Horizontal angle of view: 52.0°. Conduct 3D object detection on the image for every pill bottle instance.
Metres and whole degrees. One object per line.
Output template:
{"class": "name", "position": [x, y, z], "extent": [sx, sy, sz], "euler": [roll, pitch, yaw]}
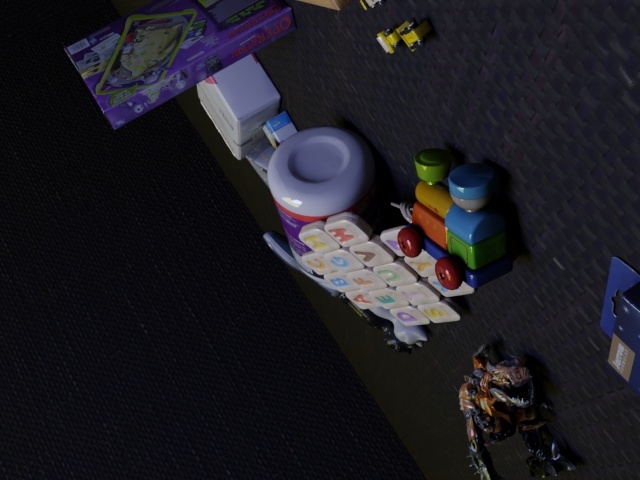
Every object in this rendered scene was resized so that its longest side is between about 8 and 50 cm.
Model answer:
{"class": "pill bottle", "position": [0.022, -0.042, 1.192], "extent": [0.181, 0.181, 0.323], "euler": [52, 168, 33]}

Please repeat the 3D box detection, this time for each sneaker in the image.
{"class": "sneaker", "position": [0.000, 0.000, 1.397], "extent": [0.226, 0.163, 0.086], "euler": [35, -173, -31]}

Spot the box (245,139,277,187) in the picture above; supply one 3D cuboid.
{"class": "box", "position": [-0.049, -0.104, 1.472], "extent": [0.183, 0.056, 0.231], "euler": [35, 167, 38]}

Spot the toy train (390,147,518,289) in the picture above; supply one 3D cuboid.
{"class": "toy train", "position": [0.144, -0.056, 0.847], "extent": [0.248, 0.105, 0.143], "euler": [45, 152, 52]}

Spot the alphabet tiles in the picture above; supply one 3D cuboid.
{"class": "alphabet tiles", "position": [0.100, 0.056, 1.076], "extent": [0.284, 0.021, 0.278], "euler": [40, 150, -25]}

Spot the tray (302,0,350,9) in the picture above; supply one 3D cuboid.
{"class": "tray", "position": [-0.100, -0.452, 0.707], "extent": [0.411, 0.076, 0.203], "euler": [52, 175, -35]}

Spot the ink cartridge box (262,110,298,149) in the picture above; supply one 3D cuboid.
{"class": "ink cartridge box", "position": [-0.074, -0.220, 1.482], "extent": [0.122, 0.052, 0.088], "euler": [58, 170, -6]}

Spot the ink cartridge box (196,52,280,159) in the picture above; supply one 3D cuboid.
{"class": "ink cartridge box", "position": [-0.199, -0.339, 1.545], "extent": [0.207, 0.117, 0.283], "euler": [58, 169, 5]}

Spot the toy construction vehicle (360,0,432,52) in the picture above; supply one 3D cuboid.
{"class": "toy construction vehicle", "position": [0.085, -0.255, 0.745], "extent": [0.086, 0.035, 0.098], "euler": [50, 174, -12]}

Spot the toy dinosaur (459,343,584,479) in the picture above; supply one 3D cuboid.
{"class": "toy dinosaur", "position": [0.295, 0.280, 1.058], "extent": [0.218, 0.164, 0.322], "euler": [70, -168, 20]}

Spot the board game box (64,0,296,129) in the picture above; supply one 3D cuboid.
{"class": "board game box", "position": [-0.239, -0.342, 1.109], "extent": [0.208, 0.346, 0.056], "euler": [51, 168, 38]}

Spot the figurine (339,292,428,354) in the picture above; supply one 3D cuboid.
{"class": "figurine", "position": [0.150, 0.163, 1.464], "extent": [0.209, 0.092, 0.215], "euler": [49, 167, 10]}

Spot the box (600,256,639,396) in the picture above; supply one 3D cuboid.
{"class": "box", "position": [0.341, 0.128, 0.610], "extent": [0.225, 0.036, 0.136], "euler": [51, 167, 41]}
